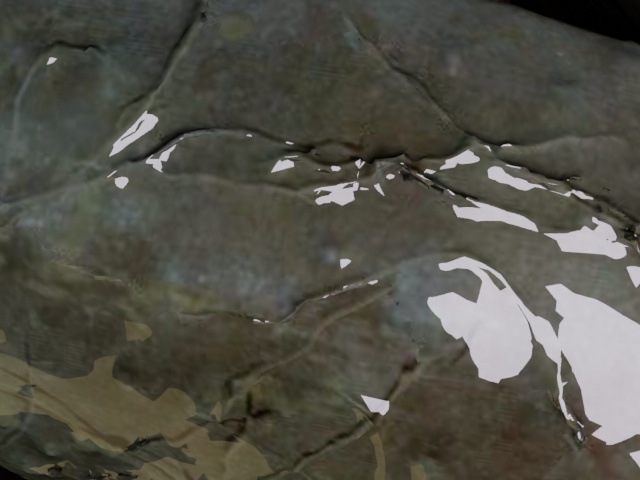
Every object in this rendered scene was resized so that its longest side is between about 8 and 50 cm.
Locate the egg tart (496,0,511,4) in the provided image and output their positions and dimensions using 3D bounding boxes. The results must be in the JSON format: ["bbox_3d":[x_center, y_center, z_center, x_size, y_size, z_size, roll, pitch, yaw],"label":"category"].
[{"bbox_3d":[0.023,-0.093,0.612,0.191,0.074,0.191,40,-178,-2],"label":"egg tart"}]

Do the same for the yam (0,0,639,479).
[{"bbox_3d":[-0.001,0.004,0.464,0.271,0.201,0.202,11,-178,8],"label":"yam"}]
